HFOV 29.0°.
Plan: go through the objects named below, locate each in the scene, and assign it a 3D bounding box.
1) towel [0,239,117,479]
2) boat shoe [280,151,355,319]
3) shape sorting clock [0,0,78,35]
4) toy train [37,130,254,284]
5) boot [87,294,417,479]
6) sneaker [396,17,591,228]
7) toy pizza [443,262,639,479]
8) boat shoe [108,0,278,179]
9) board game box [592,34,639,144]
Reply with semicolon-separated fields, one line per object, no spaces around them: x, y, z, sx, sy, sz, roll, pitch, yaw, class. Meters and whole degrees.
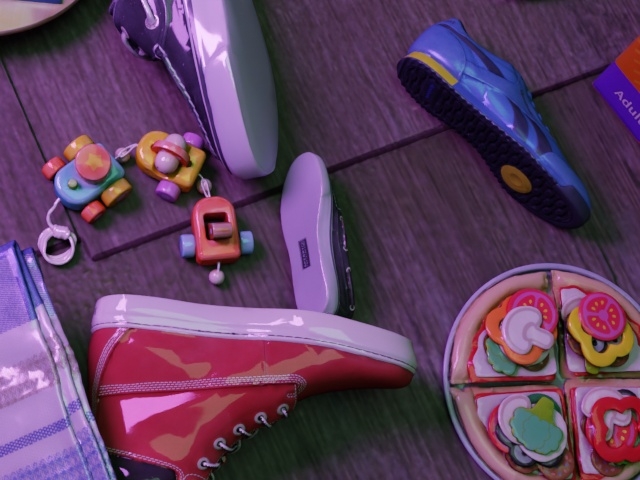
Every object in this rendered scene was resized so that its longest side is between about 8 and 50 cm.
-0.244;0.165;0.854;0.209;0.034;0.285;-24;77;3;towel
0.000;0.000;0.985;0.040;0.049;0.142;14;64;-44;boat shoe
-0.278;-0.249;0.998;0.206;0.040;0.206;7;62;-15;shape sorting clock
-0.134;-0.030;0.959;0.166;0.046;0.125;0;73;-13;toy train
-0.052;0.139;0.907;0.244;0.088;0.176;4;72;-3;boot
0.162;-0.103;1.038;0.209;0.069;0.082;46;65;4;sneaker
0.198;0.113;0.997;0.201;0.032;0.201;4;72;-12;toy pizza
-0.116;-0.186;0.989;0.102;0.108;0.301;-18;90;15;boat shoe
0.516;-0.142;0.977;0.356;0.356;0.356;-34;82;-20;board game box
